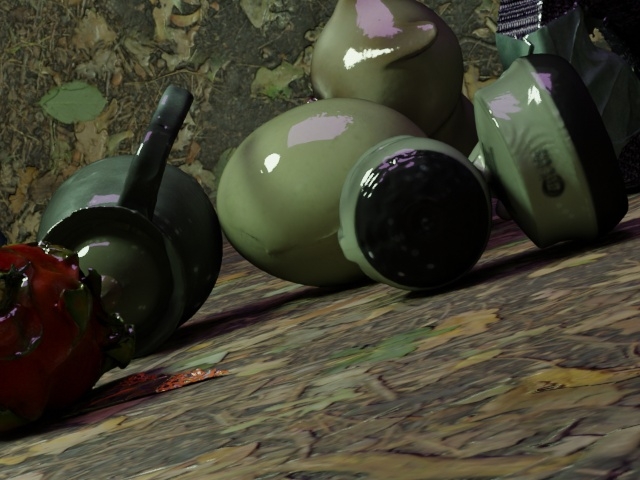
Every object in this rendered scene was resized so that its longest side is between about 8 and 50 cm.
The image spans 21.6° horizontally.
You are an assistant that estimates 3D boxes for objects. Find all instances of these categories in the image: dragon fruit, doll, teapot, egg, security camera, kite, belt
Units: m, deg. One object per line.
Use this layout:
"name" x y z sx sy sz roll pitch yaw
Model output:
"dragon fruit" -0.262 0.078 1.554 0.269 0.198 0.200 -9 -23 -41
"doll" 0.103 -0.150 2.147 0.226 0.370 0.215 -32 45 3
"teapot" -0.202 0.006 1.903 0.305 0.223 0.285 -41 9 10
"egg" 0.010 -0.055 1.958 0.269 0.219 0.219 -20 2 21
"security camera" 0.146 -0.053 1.668 0.277 0.197 0.191 -23 12 1
"kite" -0.182 0.141 1.526 0.125 0.008 0.222 -21 5 -31
"belt" 0.354 -0.213 2.098 0.122 0.325 0.260 -7 34 53

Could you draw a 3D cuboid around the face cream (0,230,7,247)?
"face cream" -0.494 0.085 1.918 0.225 0.249 0.249 -8 7 32
